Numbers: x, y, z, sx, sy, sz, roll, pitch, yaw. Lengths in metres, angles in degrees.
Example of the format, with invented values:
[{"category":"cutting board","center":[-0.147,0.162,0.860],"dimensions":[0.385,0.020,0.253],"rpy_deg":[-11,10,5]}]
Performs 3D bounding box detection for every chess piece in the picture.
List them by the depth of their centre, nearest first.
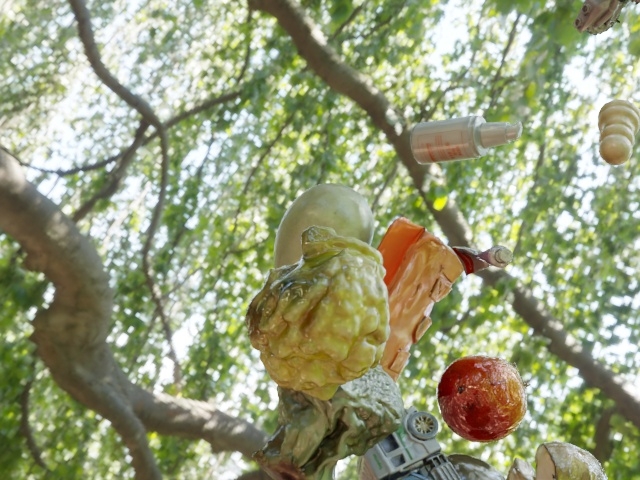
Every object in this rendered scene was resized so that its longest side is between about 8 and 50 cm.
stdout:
[{"category":"chess piece","center":[0.649,-0.229,1.687],"dimensions":[0.094,0.170,0.094],"rpy_deg":[16,-44,16]}]

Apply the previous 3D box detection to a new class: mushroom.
[{"category":"mushroom","center":[0.394,0.445,1.258],"dimensions":[0.151,0.156,0.285],"rpy_deg":[-1,-57,-17]}]

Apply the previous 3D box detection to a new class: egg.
[{"category":"egg","center":[0.000,0.000,1.851],"dimensions":[0.218,0.295,0.218],"rpy_deg":[36,8,-6]}]

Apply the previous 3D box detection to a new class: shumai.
[{"category":"shumai","center":[0.003,0.282,1.251],"dimensions":[0.225,0.222,0.261],"rpy_deg":[38,14,19]}]

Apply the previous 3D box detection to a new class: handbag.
[{"category":"handbag","center":[0.183,0.171,1.880],"dimensions":[0.116,0.410,0.303],"rpy_deg":[29,-3,36]}]

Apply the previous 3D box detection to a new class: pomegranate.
[{"category":"pomegranate","center":[0.383,0.361,1.783],"dimensions":[0.210,0.235,0.210],"rpy_deg":[19,-64,45]}]

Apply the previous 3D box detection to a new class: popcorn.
[{"category":"popcorn","center":[0.007,0.096,0.988],"dimensions":[0.169,0.189,0.218],"rpy_deg":[42,-47,-22]}]

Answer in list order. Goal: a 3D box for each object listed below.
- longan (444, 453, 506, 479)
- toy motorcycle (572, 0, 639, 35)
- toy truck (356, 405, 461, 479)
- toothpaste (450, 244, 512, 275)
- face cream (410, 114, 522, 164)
[{"category":"longan","center":[0.274,0.562,1.559],"dimensions":[0.258,0.258,0.258],"rpy_deg":[26,-24,13]},{"category":"toy motorcycle","center":[0.474,-0.422,1.224],"dimensions":[0.080,0.123,0.215],"rpy_deg":[63,-33,36]},{"category":"toy truck","center":[0.192,0.475,1.320],"dimensions":[0.146,0.175,0.367],"rpy_deg":[94,-28,-45]},{"category":"toothpaste","center":[0.350,0.039,1.673],"dimensions":[0.075,0.048,0.301],"rpy_deg":[35,-7,-4]},{"category":"face cream","center":[0.337,-0.234,1.747],"dimensions":[0.252,0.101,0.101],"rpy_deg":[-3,-39,35]}]
